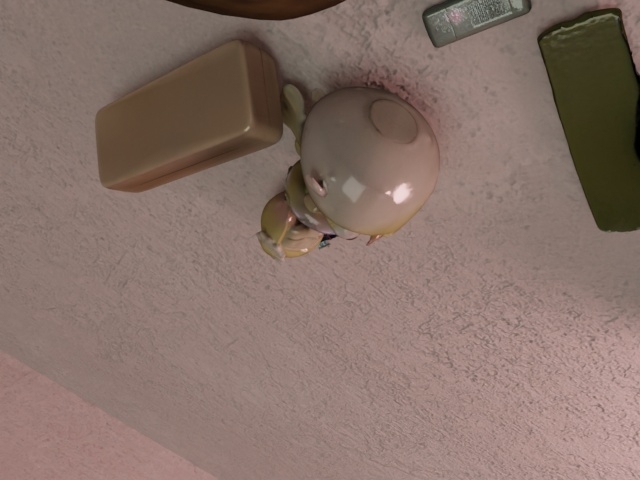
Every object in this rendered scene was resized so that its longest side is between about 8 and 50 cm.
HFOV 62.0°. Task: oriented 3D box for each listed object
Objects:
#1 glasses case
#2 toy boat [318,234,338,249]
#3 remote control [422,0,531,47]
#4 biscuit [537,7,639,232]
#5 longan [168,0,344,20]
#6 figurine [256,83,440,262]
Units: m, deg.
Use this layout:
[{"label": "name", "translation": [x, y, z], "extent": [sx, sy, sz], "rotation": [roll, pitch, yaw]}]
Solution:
[{"label": "glasses case", "translation": [-0.214, -0.178, 0.820], "extent": [0.336, 0.076, 0.144], "rotation": [-11, 82, 32]}, {"label": "toy boat", "translation": [0.000, 0.000, 0.975], "extent": [0.083, 0.038, 0.038], "rotation": [-20, 121, 36]}, {"label": "remote control", "translation": [0.187, -0.277, 0.645], "extent": [0.124, 0.018, 0.053], "rotation": [-13, 126, 33]}, {"label": "biscuit", "translation": [0.370, -0.138, 0.685], "extent": [0.099, 0.038, 0.322], "rotation": [-11, 127, 35]}, {"label": "longan", "translation": [-0.062, -0.353, 0.430], "extent": [0.404, 0.404, 0.336], "rotation": [-11, 120, 31]}, {"label": "figurine", "translation": [-0.003, -0.094, 0.822], "extent": [0.274, 0.227, 0.394], "rotation": [59, 146, 9]}]
